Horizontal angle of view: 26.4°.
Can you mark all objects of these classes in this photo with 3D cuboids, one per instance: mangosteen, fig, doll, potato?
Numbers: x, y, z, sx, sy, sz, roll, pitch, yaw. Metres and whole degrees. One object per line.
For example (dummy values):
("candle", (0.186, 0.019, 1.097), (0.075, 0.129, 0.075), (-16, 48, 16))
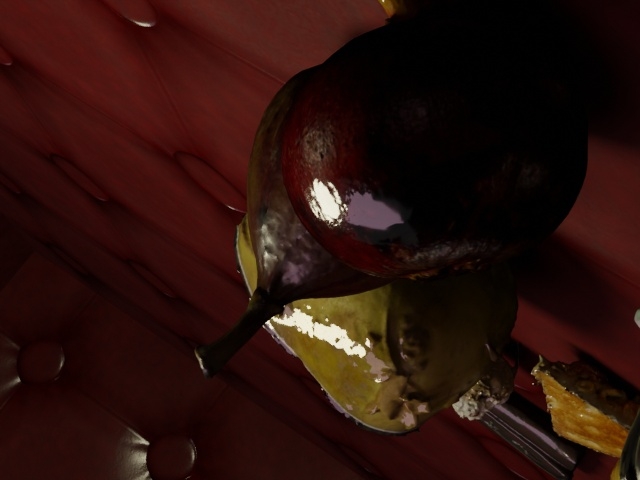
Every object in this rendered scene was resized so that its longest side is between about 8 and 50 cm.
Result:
("mangosteen", (0.079, -0.100, 1.035), (0.235, 0.235, 0.261), (135, 127, -76))
("fig", (0.000, 0.000, 1.235), (0.217, 0.321, 0.217), (32, 169, 7))
("doll", (0.149, 0.140, 1.733), (0.221, 0.115, 0.105), (29, 174, 24))
("potato", (0.074, 0.031, 1.419), (0.299, 0.246, 0.196), (49, 130, 4))

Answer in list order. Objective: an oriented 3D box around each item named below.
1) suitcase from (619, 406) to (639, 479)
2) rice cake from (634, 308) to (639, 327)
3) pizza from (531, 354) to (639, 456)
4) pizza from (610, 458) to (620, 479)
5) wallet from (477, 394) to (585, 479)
("suitcase", (0.393, 0.158, 0.870), (0.434, 0.283, 0.194), (42, 143, -16))
("rice cake", (0.345, 0.070, 1.186), (0.080, 0.042, 0.222), (42, 167, 2))
("pizza", (0.324, 0.190, 1.584), (0.201, 0.053, 0.193), (10, 150, 50))
("pizza", (0.434, 0.318, 1.574), (0.258, 0.087, 0.268), (25, 168, 3))
("wallet", (0.272, 0.261, 1.952), (0.229, 0.049, 0.182), (35, 169, 16))
